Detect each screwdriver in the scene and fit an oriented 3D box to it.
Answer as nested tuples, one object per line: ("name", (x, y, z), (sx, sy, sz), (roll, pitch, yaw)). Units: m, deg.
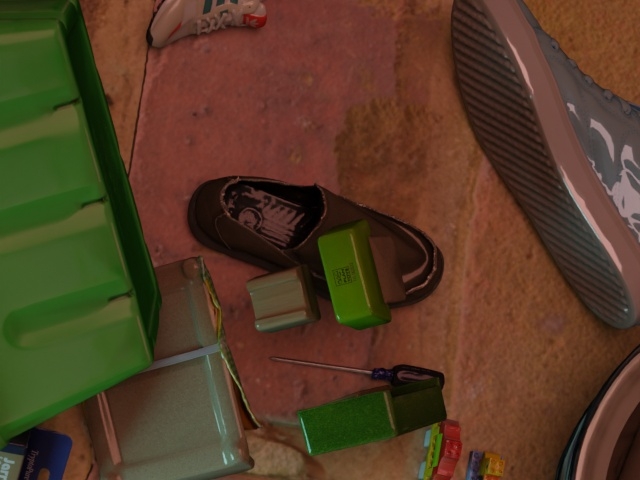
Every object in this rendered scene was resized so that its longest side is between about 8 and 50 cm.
("screwdriver", (0.035, 0.126, 1.643), (0.170, 0.024, 0.025), (5, 49, -10))

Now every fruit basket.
("fruit basket", (-0.342, -0.018, 1.431), (0.392, 0.283, 0.392), (-1, 107, -2))

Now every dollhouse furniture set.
("dollhouse furniture set", (-0.065, 0.108, 1.583), (0.301, 0.151, 0.197), (-15, 86, 18))

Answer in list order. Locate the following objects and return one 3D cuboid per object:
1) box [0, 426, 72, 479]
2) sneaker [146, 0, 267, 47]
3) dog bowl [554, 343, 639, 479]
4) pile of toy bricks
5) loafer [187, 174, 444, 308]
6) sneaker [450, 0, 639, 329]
("box", (-0.338, 0.200, 1.495), (0.225, 0.136, 0.036), (14, 31, -10))
("sneaker", (-0.092, -0.227, 1.667), (0.161, 0.057, 0.075), (-42, 84, -20))
("dog bowl", (0.401, 0.265, 1.630), (0.408, 0.150, 0.408), (3, 77, -12))
("pile of toy bricks", (0.138, 0.276, 1.591), (0.118, 0.105, 0.212), (13, 76, -10))
("loafer", (0.000, 0.000, 1.625), (0.251, 0.087, 0.094), (14, 76, -9))
("sneaker", (0.258, -0.102, 1.693), (0.150, 0.135, 0.366), (-29, 95, -24))
